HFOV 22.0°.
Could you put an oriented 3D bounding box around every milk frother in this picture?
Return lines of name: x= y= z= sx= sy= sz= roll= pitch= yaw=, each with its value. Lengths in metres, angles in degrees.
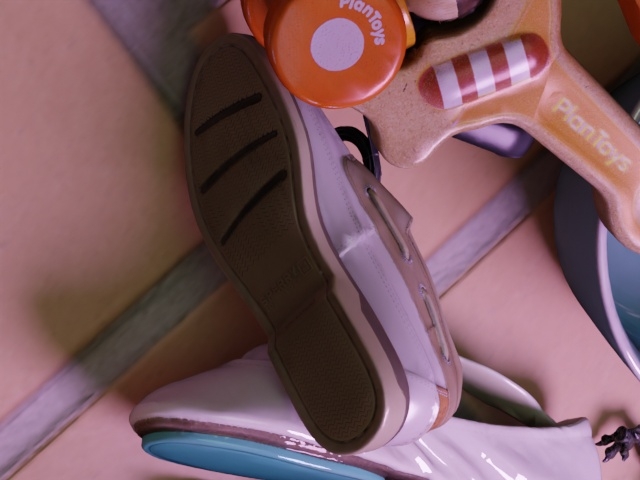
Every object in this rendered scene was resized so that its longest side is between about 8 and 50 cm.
milk frother: x=0.076 y=-0.083 z=1.186 sx=0.134 sy=0.129 sz=0.143 roll=16 pitch=134 yaw=-25

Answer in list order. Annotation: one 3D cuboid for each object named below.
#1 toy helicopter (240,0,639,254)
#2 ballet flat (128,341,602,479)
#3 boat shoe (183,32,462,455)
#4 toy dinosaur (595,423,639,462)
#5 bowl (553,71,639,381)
toy helicopter: x=0.136 y=-0.124 z=1.039 sx=0.355 sy=0.140 sz=0.235 roll=39 pitch=99 yaw=-21
ballet flat: x=0.045 y=0.133 z=1.190 sx=0.400 sy=0.139 sz=0.139 roll=20 pitch=89 yaw=-29
boat shoe: x=0.000 y=0.000 z=1.110 sx=0.103 sy=0.113 sz=0.302 roll=-3 pitch=66 yaw=-47
toy dinosaur: x=0.299 y=0.162 z=1.332 sx=0.118 sy=0.064 sz=0.268 roll=37 pitch=80 yaw=-32
bowl: x=0.302 y=-0.018 z=1.246 sx=0.311 sy=0.163 sz=0.311 roll=-3 pitch=98 yaw=-22
